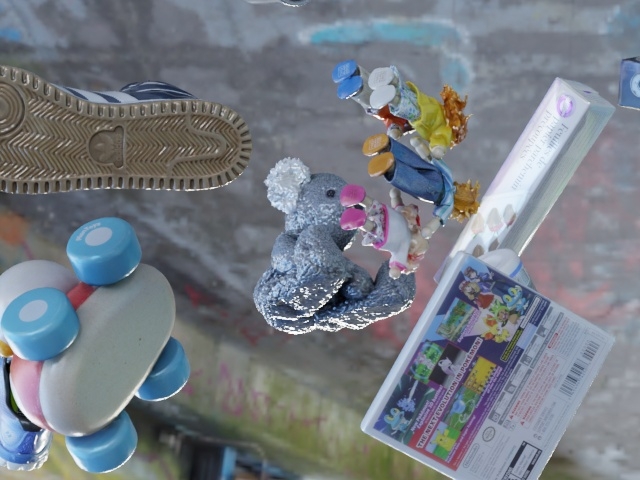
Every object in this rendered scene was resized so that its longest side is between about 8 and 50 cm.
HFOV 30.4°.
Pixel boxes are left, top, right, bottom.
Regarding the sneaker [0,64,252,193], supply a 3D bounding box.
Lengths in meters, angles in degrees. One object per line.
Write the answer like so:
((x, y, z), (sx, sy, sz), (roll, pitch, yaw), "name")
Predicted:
((-0.211, -0.096, 1.008), (0.282, 0.099, 0.153), (5, -170, -16), "sneaker")

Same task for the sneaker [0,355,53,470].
((-0.472, 0.203, 1.933), (0.130, 0.330, 0.147), (8, 137, -26), "sneaker")

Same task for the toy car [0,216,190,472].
((-0.299, 0.098, 1.282), (0.238, 0.210, 0.219), (11, 137, 30), "toy car")

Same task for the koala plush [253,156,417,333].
((0.000, 0.000, 1.628), (0.196, 0.221, 0.203), (20, 145, -36), "koala plush")

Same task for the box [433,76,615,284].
((0.260, -0.056, 1.529), (0.067, 0.063, 0.324), (0, 127, -45), "box")

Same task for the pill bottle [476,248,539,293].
((0.198, 0.084, 1.222), (0.078, 0.078, 0.137), (-18, 109, 38), "pill bottle")

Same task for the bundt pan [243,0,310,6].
((-0.095, -0.474, 1.616), (0.124, 0.331, 0.331), (-4, 153, 44), "bundt pan")

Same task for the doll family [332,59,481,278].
((0.112, -0.092, 1.321), (0.118, 0.263, 0.163), (-20, 150, 36), "doll family")

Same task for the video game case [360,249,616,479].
((0.165, 0.139, 1.161), (0.183, 0.201, 0.023), (29, -178, -10), "video game case")

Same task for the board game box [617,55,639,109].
((0.391, -0.121, 0.955), (0.165, 0.042, 0.243), (-14, -158, -38), "board game box")
